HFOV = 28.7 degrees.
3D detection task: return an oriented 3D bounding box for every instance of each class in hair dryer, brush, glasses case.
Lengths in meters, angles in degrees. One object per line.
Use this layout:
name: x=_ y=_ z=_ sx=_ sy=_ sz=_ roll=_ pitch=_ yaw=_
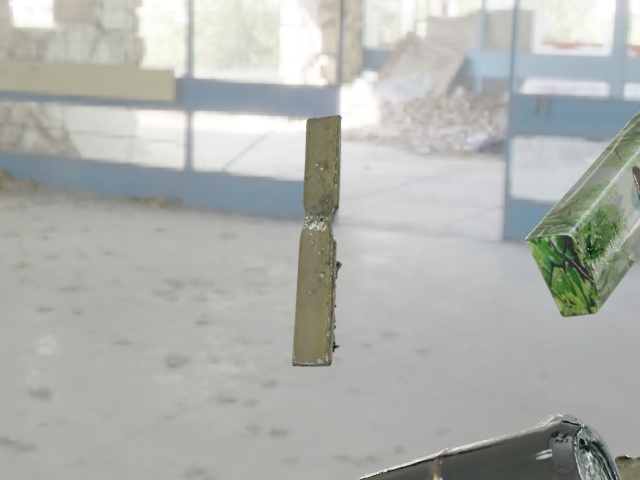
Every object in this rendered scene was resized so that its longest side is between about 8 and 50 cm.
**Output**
hair dryer: x=0.178 y=0.181 z=1.002 sx=0.189 sy=0.107 sz=0.352 roll=-22 pitch=-4 yaw=28
brush: x=0.000 y=0.000 z=1.208 sx=0.043 sy=0.248 sz=0.036 roll=-2 pitch=-14 yaw=15
glasses case: x=0.309 y=-0.037 z=1.269 sx=0.062 sy=0.095 sz=0.272 roll=-11 pitch=24 yaw=46

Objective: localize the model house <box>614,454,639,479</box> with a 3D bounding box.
model house: x=0.271 y=0.458 z=1.140 sx=0.445 sy=0.395 sz=0.400 roll=-32 pitch=24 yaw=50
